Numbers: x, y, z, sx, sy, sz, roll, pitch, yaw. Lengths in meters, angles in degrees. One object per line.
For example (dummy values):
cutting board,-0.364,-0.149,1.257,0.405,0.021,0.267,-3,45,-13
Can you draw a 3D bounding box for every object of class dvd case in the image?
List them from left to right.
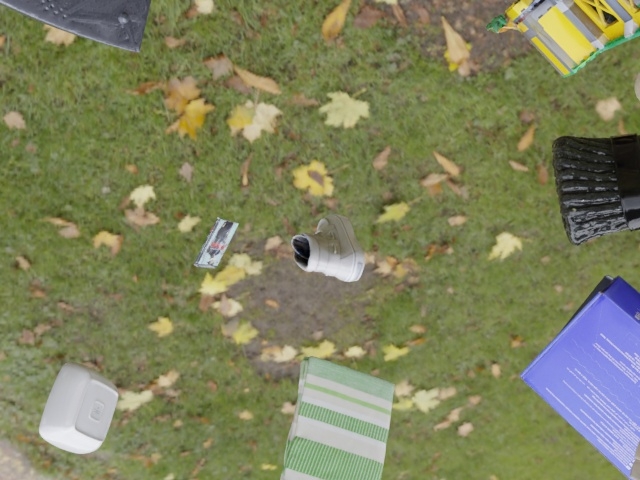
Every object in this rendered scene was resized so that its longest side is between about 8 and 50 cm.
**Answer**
dvd case,-0.233,0.007,1.723,0.119,0.013,0.087,-61,159,6

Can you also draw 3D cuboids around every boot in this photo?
boot,0.000,0.000,1.579,0.123,0.258,0.095,12,107,-18
boot,0.447,-0.038,0.984,0.260,0.348,0.131,-6,121,8

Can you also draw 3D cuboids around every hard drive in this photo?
hard drive,-0.333,-0.353,0.964,0.255,0.054,0.172,15,84,-42

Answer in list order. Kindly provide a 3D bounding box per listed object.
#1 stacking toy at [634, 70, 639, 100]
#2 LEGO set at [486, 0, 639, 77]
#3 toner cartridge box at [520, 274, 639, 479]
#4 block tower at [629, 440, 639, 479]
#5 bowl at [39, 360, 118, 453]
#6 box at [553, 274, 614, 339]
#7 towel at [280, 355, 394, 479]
stacking toy,0.724,-0.093,1.318,0.351,0.350,0.479,-16,122,-6
LEGO set,0.208,-0.274,0.457,0.331,0.255,0.192,-44,94,12
toner cartridge box,0.423,0.220,0.893,0.075,0.348,0.165,-24,152,-50
block tower,0.379,0.085,0.684,0.097,0.091,0.335,22,84,-42
bowl,-0.405,0.290,1.318,0.053,0.142,0.142,1,151,24
box,0.448,0.170,1.239,0.207,0.108,0.153,-54,157,10
towel,0.041,0.448,1.768,0.248,0.324,0.038,22,147,-15
